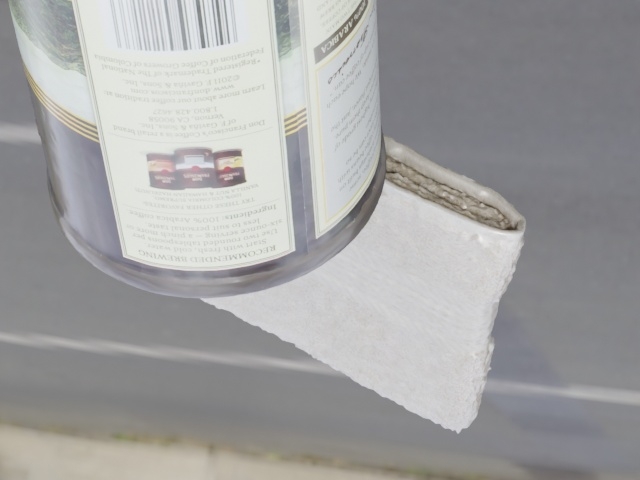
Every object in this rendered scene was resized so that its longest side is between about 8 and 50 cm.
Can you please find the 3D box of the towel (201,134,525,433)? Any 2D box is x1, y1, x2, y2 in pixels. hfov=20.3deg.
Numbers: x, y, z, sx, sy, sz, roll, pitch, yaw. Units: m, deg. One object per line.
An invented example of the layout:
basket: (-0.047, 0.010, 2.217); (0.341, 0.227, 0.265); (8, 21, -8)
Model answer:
towel: (0.000, 0.000, 1.205); (0.282, 0.049, 0.187); (28, 135, 21)

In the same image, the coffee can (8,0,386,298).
coffee can: (-0.067, -0.132, 0.962); (0.202, 0.201, 0.275); (6, 140, 9)
